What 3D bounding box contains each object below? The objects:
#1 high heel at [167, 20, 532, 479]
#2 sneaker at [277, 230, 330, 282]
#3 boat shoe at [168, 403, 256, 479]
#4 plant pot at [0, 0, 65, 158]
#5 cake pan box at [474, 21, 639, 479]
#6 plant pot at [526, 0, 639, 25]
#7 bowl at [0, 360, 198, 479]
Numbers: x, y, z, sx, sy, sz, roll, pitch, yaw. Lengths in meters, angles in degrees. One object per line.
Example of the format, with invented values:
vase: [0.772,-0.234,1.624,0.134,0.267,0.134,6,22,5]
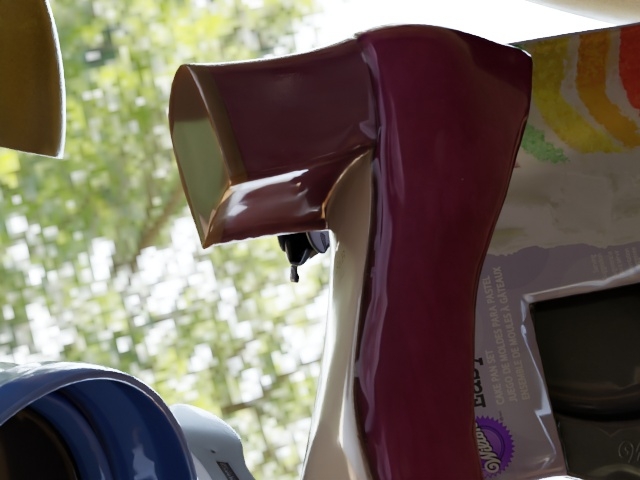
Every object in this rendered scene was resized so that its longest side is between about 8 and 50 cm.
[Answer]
high heel: [0.070,0.069,0.766,0.127,0.181,0.377,128,-51,-60]
sneaker: [0.000,0.000,1.125,0.038,0.069,0.098,-3,-34,43]
boat shoe: [-0.093,0.205,1.431,0.083,0.065,0.183,-66,-149,18]
plant pot: [-0.194,-0.105,0.976,0.134,0.134,0.095,16,-86,63]
cake pan box: [0.158,0.011,1.062,0.070,0.246,0.267,121,-40,-78]
plant pot: [0.257,-0.238,1.226,0.256,0.274,0.256,-3,90,-77]
bowl: [-0.189,0.250,0.968,0.077,0.391,0.391,13,-59,23]
